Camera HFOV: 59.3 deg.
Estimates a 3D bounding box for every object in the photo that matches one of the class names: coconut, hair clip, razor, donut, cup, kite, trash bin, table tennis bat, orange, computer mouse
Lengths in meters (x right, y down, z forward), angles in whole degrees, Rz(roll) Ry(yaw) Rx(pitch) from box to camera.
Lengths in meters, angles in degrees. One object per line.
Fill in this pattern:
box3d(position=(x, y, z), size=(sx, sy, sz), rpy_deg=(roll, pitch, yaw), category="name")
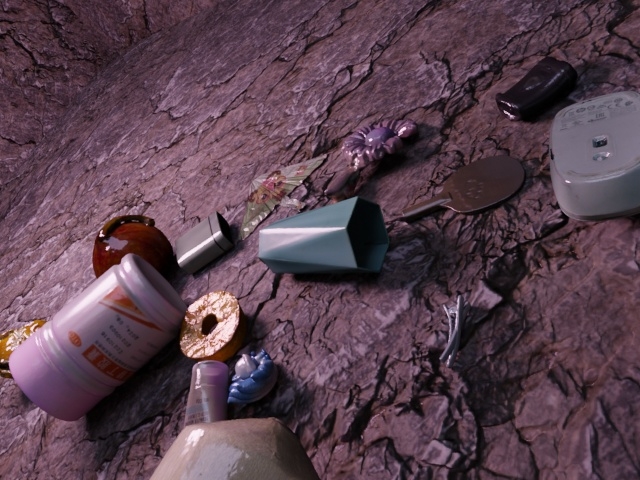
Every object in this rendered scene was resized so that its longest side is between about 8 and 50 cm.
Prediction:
box3d(position=(-0.102, 0.351, 0.724), size=(0.245, 0.245, 0.247), rpy_deg=(10, 56, 44), category="coconut")
box3d(position=(0.200, 0.141, 0.865), size=(0.039, 0.030, 0.115), rpy_deg=(-25, 33, 47), category="hair clip")
box3d(position=(0.092, -0.174, 1.234), size=(0.173, 0.069, 0.300), rpy_deg=(12, 59, 45), category="hair clip")
box3d(position=(0.422, -0.295, 1.106), size=(0.148, 0.054, 0.090), rpy_deg=(-39, 38, 0), category="razor")
box3d(position=(-0.210, 0.176, 1.119), size=(0.152, 0.058, 0.152), rpy_deg=(-16, 46, 17), category="donut")
box3d(position=(0.000, 0.000, 1.091), size=(0.235, 0.148, 0.134), rpy_deg=(-6, 74, 39), category="cup")
box3d(position=(-0.110, -0.119, 1.386), size=(0.323, 0.013, 0.268), rpy_deg=(-44, 38, -7), category="kite")
box3d(position=(-0.280, 0.006, 1.356), size=(0.130, 0.059, 0.116), rpy_deg=(-34, 37, 7), category="trash bin")
box3d(position=(0.265, -0.090, 1.056), size=(0.234, 0.022, 0.131), rpy_deg=(-22, 41, 16), category="table tennis bat")
box3d(position=(-0.712, 0.277, 1.382), size=(0.170, 0.112, 0.160), rpy_deg=(14, 48, 7), category="orange")
box3d(position=(0.449, -0.129, 0.887), size=(0.159, 0.097, 0.288), rpy_deg=(-13, 33, 31), category="computer mouse")

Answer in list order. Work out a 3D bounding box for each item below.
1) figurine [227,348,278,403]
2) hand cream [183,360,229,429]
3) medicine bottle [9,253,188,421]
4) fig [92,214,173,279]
box3d(position=(-0.124, 0.240, 0.976), size=(0.114, 0.079, 0.114), rpy_deg=(-36, 12, 9), category="figurine")
box3d(position=(-0.199, 0.354, 0.934), size=(0.111, 0.070, 0.312), rpy_deg=(-21, 45, 17), category="hand cream")
box3d(position=(-0.450, 0.200, 1.177), size=(0.316, 0.202, 0.202), rpy_deg=(-42, 38, -4), category="medicine bottle")
box3d(position=(-0.463, 0.034, 1.368), size=(0.205, 0.205, 0.205), rpy_deg=(-22, 41, 20), category="fig")
